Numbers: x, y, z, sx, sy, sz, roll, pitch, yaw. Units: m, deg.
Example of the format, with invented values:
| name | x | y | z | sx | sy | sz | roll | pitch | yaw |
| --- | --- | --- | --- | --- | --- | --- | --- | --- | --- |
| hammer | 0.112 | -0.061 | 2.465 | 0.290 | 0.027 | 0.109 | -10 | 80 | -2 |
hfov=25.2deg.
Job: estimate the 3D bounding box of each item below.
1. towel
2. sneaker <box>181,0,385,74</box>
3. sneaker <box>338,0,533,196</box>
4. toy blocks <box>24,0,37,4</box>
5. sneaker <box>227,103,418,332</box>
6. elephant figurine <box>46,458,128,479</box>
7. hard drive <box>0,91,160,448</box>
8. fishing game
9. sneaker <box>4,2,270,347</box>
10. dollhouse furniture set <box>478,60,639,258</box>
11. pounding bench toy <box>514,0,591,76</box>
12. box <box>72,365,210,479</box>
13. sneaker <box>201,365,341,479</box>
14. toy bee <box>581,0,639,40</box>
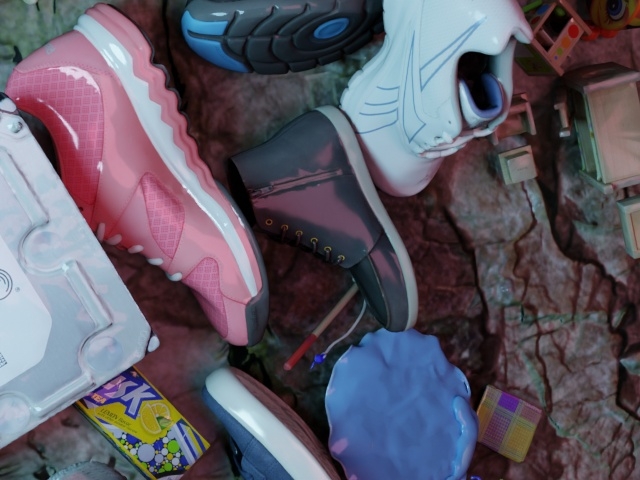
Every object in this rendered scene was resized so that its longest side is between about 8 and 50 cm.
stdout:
| name | x | y | z | sx | sy | sz | roll | pitch | yaw |
| --- | --- | --- | --- | --- | --- | --- | --- | --- | --- |
| towel | 0.188 | 0.187 | 1.458 | 0.083 | 0.009 | 0.060 | 28 | 83 | -29 |
| sneaker | 0.023 | -0.246 | 1.272 | 0.341 | 0.125 | 0.139 | -18 | 77 | -24 |
| sneaker | 0.098 | -0.124 | 1.234 | 0.111 | 0.297 | 0.129 | -19 | 61 | -21 |
| toy blocks | -0.300 | -0.233 | 1.104 | 0.148 | 0.054 | 0.123 | -13 | 102 | -28 |
| sneaker | 0.000 | 0.000 | 1.296 | 0.118 | 0.083 | 0.222 | -28 | 100 | -19 |
| elephant figurine | -0.179 | 0.255 | 1.137 | 0.239 | 0.186 | 0.169 | -31 | 102 | 6 |
| hard drive | -0.323 | 0.072 | 1.084 | 0.339 | 0.064 | 0.237 | -32 | 110 | -11 |
| fishing game | 0.074 | 0.169 | 1.357 | 0.264 | 0.041 | 0.189 | 53 | 52 | -15 |
| sneaker | -0.155 | -0.033 | 1.195 | 0.136 | 0.116 | 0.314 | -31 | 103 | -12 |
| dollhouse furniture set | 0.245 | -0.068 | 1.434 | 0.161 | 0.101 | 0.182 | -15 | 105 | -2 |
| pounding bench toy | 0.213 | -0.212 | 1.399 | 0.083 | 0.052 | 0.065 | 42 | 75 | -27 |
| box | -0.174 | 0.136 | 1.220 | 0.059 | 0.054 | 0.169 | -47 | 116 | -16 |
| sneaker | -0.025 | 0.277 | 1.288 | 0.148 | 0.131 | 0.350 | -35 | 103 | 1 |
| toy bee | 0.292 | -0.272 | 1.401 | 0.195 | 0.162 | 0.298 | 12 | 65 | -22 |
